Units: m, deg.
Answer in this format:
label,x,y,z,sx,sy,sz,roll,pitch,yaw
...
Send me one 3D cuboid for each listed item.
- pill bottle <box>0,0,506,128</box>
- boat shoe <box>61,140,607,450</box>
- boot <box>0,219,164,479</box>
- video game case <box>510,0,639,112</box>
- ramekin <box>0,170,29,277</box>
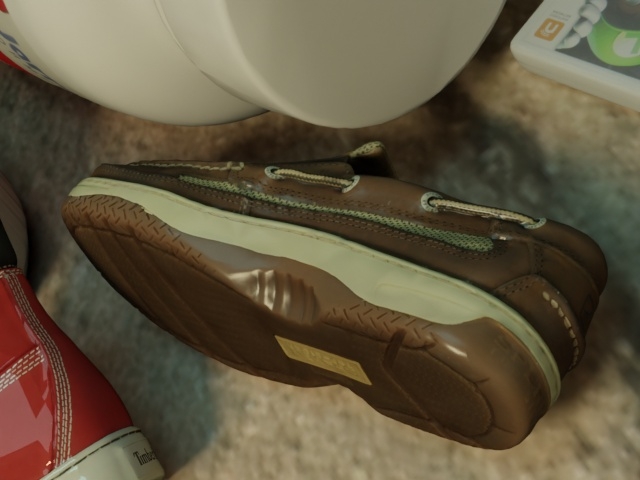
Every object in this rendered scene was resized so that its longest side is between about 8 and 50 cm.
label,x,y,z,sx,sy,sz,roll,pitch,yaw
pill bottle,-0.102,-0.188,0.686,0.407,0.229,0.229,26,75,45
boat shoe,0.003,0.006,0.574,0.257,0.095,0.095,20,57,37
boot,-0.212,0.098,0.594,0.244,0.088,0.176,-36,80,0
video game case,0.195,-0.115,0.560,0.173,0.022,0.190,-52,44,-8
ramekin,-0.253,0.014,0.731,0.207,0.109,0.207,-19,49,23
